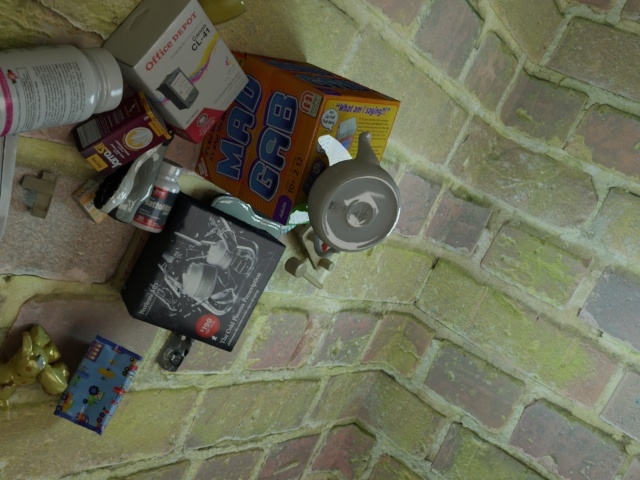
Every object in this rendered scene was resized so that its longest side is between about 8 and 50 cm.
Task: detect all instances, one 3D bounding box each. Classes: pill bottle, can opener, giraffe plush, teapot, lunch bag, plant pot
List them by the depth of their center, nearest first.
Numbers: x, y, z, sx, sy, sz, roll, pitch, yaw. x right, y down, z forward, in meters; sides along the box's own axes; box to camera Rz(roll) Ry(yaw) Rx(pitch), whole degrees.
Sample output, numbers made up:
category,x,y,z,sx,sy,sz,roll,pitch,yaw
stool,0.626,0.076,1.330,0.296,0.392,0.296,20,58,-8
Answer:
category,x,y,z,sx,sy,sz,roll,pitch,yaw
pill bottle,-0.552,-0.306,1.409,0.283,0.160,0.160,-23,134,-45
plant pot,-0.256,-0.565,1.665,0.095,0.134,0.134,-44,148,-5
giraffe plush,-0.731,0.322,1.704,0.170,0.181,0.210,-29,178,-5
teapot,0.069,-0.101,1.791,0.256,0.187,0.252,-27,123,-4
pill bottle,-0.424,-0.121,1.810,0.108,0.108,0.180,10,107,-58
lunch bag,-0.600,0.394,1.920,0.221,0.138,0.293,-64,-171,-17
can opener,-0.419,0.286,2.229,0.283,0.076,0.095,-59,-178,-2

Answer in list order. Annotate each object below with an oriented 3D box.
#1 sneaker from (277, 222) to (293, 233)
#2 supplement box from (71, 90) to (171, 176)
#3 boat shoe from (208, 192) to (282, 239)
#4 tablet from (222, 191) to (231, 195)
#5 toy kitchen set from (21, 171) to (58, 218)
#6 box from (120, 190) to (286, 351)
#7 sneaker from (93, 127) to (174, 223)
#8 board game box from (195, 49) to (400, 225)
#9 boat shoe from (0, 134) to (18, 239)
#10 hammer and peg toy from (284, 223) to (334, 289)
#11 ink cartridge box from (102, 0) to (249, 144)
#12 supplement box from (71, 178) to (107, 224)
category,x,y,z,sx,sy,sz,roll,pitch,yaw
sneaker,-0.073,-0.148,2.307,0.283,0.110,0.122,-48,144,-19
supplement box,-0.455,-0.244,1.615,0.188,0.081,0.104,-30,147,1
boat shoe,-0.240,-0.072,2.131,0.114,0.091,0.302,-47,141,5
tablet,-0.271,-0.126,2.131,0.083,0.006,0.054,-21,132,-47
toy kitchen set,-0.640,-0.107,1.589,0.068,0.075,0.083,17,64,-23
box,-0.325,0.084,1.942,0.312,0.179,0.343,25,95,-29
sneaker,-0.439,-0.163,1.718,0.108,0.100,0.271,47,65,-40
board game box,-0.062,-0.286,1.953,0.356,0.356,0.356,-9,124,-52
boat shoe,-0.687,-0.111,1.455,0.088,0.096,0.267,7,119,-27
hammer and peg toy,0.000,0.000,2.522,0.361,0.127,0.266,-50,150,-16
ink cartridge box,-0.334,-0.411,1.672,0.226,0.131,0.306,-53,150,-10
supplement box,-0.551,-0.094,1.715,0.062,0.036,0.098,-49,148,-20
